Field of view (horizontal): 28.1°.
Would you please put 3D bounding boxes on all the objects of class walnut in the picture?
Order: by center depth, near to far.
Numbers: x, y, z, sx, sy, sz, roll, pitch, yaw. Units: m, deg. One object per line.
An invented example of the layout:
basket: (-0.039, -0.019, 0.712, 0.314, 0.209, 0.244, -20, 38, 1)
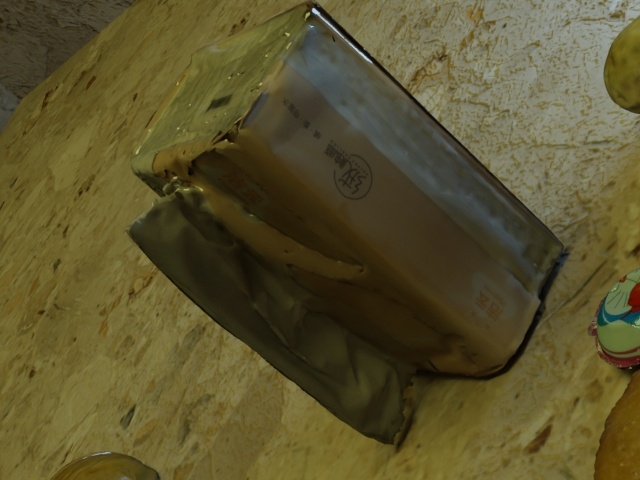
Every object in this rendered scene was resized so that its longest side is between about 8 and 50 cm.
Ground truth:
walnut: (-0.257, 0.297, 1.329, 0.167, 0.087, 0.211, -22, 35, 40)

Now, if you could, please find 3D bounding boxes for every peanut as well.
peanut: (0.293, -0.128, 0.977, 0.103, 0.098, 0.229, -22, 21, -4)

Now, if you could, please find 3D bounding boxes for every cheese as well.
cheese: (0.239, 0.049, 0.876, 0.145, 0.038, 0.095, -12, 44, 57)

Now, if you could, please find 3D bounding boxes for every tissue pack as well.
tissue pack: (0.000, 0.000, 1.038, 0.238, 0.305, 0.239, -39, 25, 22)

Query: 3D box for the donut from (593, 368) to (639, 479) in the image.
donut: (0.275, 0.112, 0.625, 0.277, 0.108, 0.278, -39, 25, 23)
